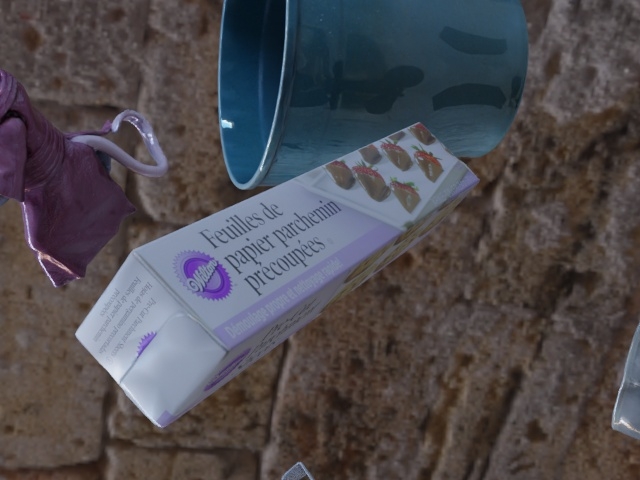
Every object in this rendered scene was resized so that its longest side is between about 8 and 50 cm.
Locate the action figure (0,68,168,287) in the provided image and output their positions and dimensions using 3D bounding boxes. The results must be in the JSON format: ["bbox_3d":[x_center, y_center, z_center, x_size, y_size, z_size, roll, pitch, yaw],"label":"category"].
[{"bbox_3d":[-0.344,-0.100,1.107,0.248,0.275,0.370,55,175,29],"label":"action figure"}]

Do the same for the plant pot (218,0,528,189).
[{"bbox_3d":[0.051,-0.181,0.908,0.271,0.255,0.272,-179,90,-72],"label":"plant pot"}]

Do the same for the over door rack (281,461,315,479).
[{"bbox_3d":[-0.053,0.438,0.994,0.108,0.324,0.239,21,150,52],"label":"over door rack"}]

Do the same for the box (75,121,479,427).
[{"bbox_3d":[0.000,0.000,0.534,0.067,0.063,0.324,-50,-11,31],"label":"box"}]

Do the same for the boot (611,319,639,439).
[{"bbox_3d":[0.321,0.100,0.636,0.208,0.076,0.190,31,118,35],"label":"boot"}]
